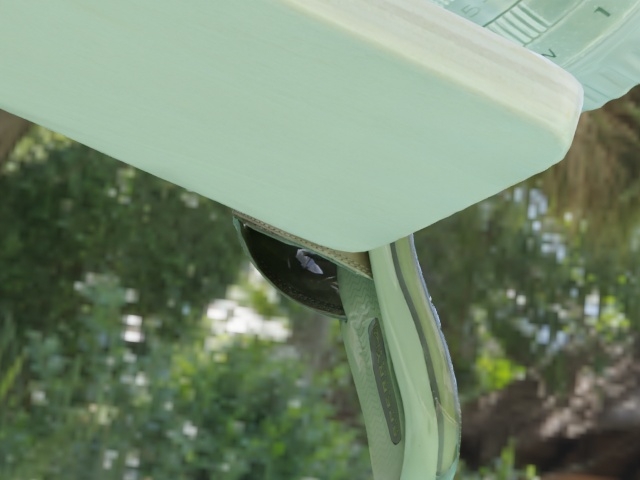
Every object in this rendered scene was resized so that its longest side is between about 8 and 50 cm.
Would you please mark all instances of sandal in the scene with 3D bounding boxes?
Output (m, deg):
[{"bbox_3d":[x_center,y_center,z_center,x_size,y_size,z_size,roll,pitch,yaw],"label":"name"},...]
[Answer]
[{"bbox_3d":[0.000,0.001,0.951,0.086,0.303,0.120,-10,-23,-11],"label":"sandal"}]

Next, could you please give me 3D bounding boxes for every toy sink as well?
[{"bbox_3d":[-0.048,-0.110,0.430,0.234,0.131,0.153,24,-16,-14],"label":"toy sink"}]

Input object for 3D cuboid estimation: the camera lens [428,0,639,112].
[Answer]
[{"bbox_3d":[0.031,-0.195,0.717,0.274,0.219,0.219,29,-26,-34],"label":"camera lens"}]
